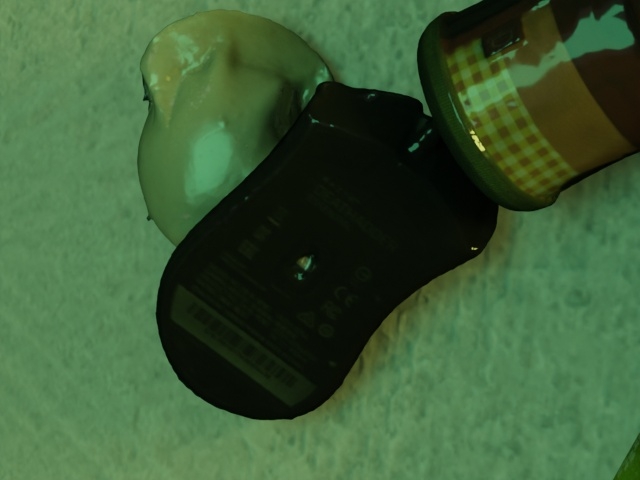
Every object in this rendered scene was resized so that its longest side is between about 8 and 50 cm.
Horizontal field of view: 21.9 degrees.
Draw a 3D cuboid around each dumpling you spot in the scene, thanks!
[{"bbox_3d":[-0.057,-0.064,1.129,0.150,0.092,0.177,-12,73,18],"label":"dumpling"}]

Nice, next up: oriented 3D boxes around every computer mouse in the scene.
[{"bbox_3d":[0.000,0.000,1.063,0.147,0.088,0.264,39,121,-13],"label":"computer mouse"}]

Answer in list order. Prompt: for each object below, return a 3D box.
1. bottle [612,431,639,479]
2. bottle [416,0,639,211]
[{"bbox_3d":[0.269,0.029,0.896,0.093,0.093,0.330,34,104,31],"label":"bottle"},{"bbox_3d":[0.195,-0.123,0.932,0.271,0.143,0.156,-28,71,27],"label":"bottle"}]
